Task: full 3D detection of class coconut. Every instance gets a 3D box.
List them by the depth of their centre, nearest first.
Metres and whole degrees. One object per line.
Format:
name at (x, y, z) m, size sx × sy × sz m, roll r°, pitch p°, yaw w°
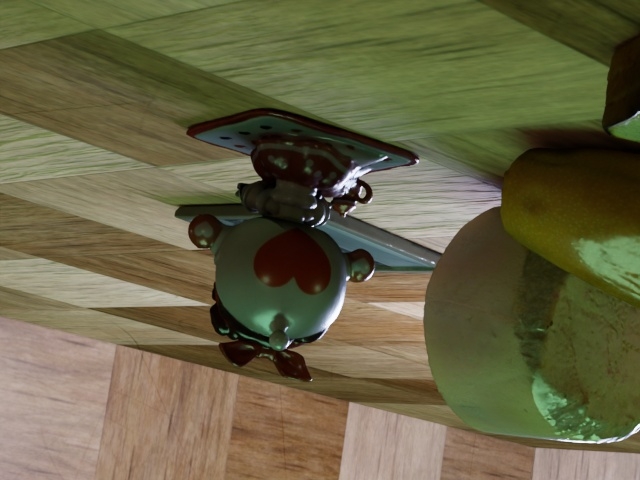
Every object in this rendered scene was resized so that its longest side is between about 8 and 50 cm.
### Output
coconut at (0.219, 0.082, 1.727) m, size 0.239 × 0.239 × 0.244 m, roll 14°, pitch 176°, yaw -30°

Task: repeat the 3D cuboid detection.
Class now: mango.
mango at (0.325, 0.006, 1.541) m, size 0.359 × 0.144 × 0.187 m, roll 17°, pitch 179°, yaw -16°

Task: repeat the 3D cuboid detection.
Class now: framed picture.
framed picture at (0.000, 0.000, 2.085) m, size 0.213 × 0.016 × 0.289 m, roll 0°, pitch 166°, yaw 38°

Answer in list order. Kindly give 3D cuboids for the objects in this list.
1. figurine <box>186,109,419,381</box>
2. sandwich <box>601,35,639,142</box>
figurine at (-0.031, 0.016, 1.643) m, size 0.183 × 0.226 × 0.160 m, roll 15°, pitch 166°, yaw -33°
sandwich at (0.299, -0.106, 1.195) m, size 0.186 × 0.065 × 0.215 m, roll 9°, pitch 170°, yaw -1°
